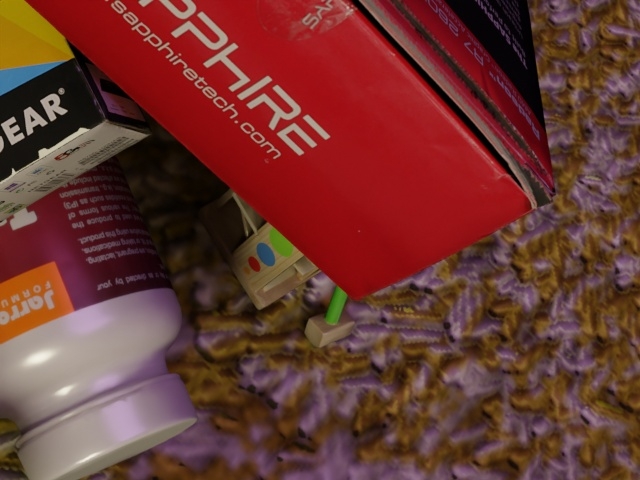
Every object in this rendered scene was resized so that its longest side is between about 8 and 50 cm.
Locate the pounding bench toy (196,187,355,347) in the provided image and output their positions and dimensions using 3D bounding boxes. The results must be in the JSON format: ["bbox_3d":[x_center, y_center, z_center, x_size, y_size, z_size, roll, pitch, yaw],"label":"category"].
[{"bbox_3d":[0.000,0.000,0.562,0.052,0.065,0.083,-31,86,-36],"label":"pounding bench toy"}]

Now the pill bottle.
[{"bbox_3d":[-0.104,0.010,0.483,0.086,0.086,0.152,-18,79,-35],"label":"pill bottle"}]

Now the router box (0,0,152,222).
[{"bbox_3d":[-0.165,-0.050,0.431,0.133,0.179,0.046,62,11,7],"label":"router box"}]

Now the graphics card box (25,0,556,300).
[{"bbox_3d":[-0.021,-0.181,0.506,0.233,0.094,0.371,42,32,-30],"label":"graphics card box"}]
